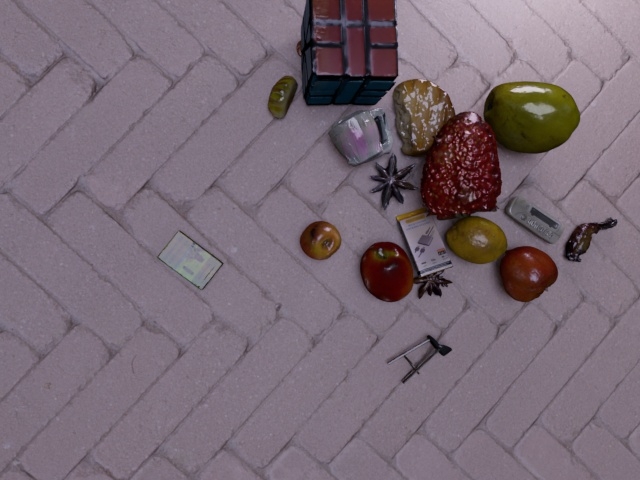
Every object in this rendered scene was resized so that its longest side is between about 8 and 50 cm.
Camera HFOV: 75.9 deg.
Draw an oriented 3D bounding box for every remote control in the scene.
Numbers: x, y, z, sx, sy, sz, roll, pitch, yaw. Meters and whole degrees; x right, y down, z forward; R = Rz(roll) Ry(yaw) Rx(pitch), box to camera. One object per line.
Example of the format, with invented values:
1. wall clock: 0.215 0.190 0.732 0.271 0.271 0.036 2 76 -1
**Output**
1. remote control: 0.812 -0.079 1.560 0.230 0.049 0.090 33 86 -4

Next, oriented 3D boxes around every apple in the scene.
1. apple: 0.000 0.000 1.439 0.147 0.146 0.146 0 90 -6

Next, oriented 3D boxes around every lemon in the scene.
1. lemon: 0.561 -0.003 1.479 0.208 0.170 0.169 27 87 -1

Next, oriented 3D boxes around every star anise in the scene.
1. star anise: 0.404 0.141 1.514 0.168 0.057 0.167 0 90 -7
2. star anise: 0.268 -0.217 1.499 0.181 0.061 0.204 -10 86 6

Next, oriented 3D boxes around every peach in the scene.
1. peach: 0.236 0.116 1.464 0.196 0.226 0.189 9 51 27

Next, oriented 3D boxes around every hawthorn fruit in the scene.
1. hawthorn fruit: 0.740 0.102 1.503 0.197 0.196 0.225 -34 68 -5

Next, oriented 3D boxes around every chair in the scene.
1. chair: 0.361 0.424 1.494 0.222 0.104 0.095 -34 76 -2

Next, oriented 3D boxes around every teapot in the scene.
1. teapot: 0.147 -0.359 1.463 0.164 0.222 0.178 -21 99 39

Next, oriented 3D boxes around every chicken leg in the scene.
1. chicken leg: 1.036 -0.019 1.583 0.253 0.051 0.105 -38 99 -6

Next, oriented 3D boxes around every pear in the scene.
1. pear: 0.738 -0.439 1.456 0.308 0.253 0.252 15 88 -4

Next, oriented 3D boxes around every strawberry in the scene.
1. strawberry: 0.458 -0.244 1.397 0.293 0.292 0.342 -21 110 -5

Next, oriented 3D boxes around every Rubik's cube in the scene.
1. Rubik's cube: 0.084 -0.627 1.366 0.284 0.288 0.292 0 91 -9

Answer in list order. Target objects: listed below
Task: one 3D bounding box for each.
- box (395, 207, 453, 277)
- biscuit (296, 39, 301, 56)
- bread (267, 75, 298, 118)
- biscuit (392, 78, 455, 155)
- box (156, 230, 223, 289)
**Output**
1. box: 0.375 0.003 1.496 0.129 0.033 0.246 -19 77 -5
2. biscuit: -0.041 -0.695 1.496 0.091 0.015 0.078 -8 90 -5
3. bread: -0.136 -0.513 1.450 0.083 0.094 0.157 22 96 -9
4. biscuit: 0.379 -0.447 1.499 0.214 0.091 0.273 -5 89 -3
5. box: -0.456 0.070 1.443 0.193 0.030 0.121 38 86 -5
